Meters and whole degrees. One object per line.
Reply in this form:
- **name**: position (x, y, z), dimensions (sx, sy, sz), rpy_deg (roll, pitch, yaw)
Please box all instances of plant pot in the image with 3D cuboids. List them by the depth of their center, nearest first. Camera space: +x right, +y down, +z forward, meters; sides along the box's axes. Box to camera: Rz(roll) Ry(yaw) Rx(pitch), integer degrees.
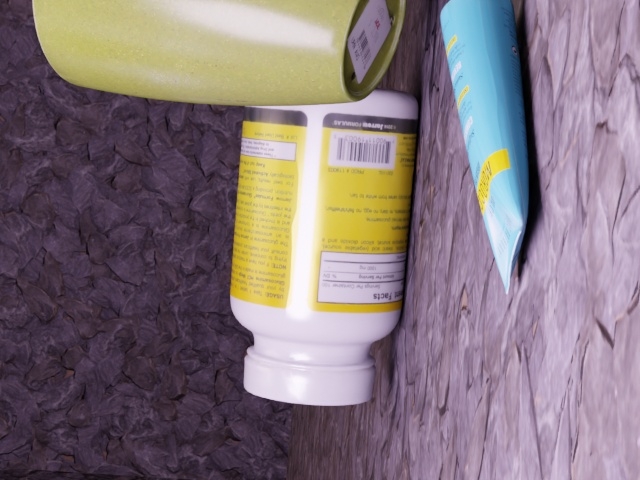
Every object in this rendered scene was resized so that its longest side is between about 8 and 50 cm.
- **plant pot**: position (-0.076, -0.238, 1.359), dimensions (0.275, 0.294, 0.274), rpy_deg (-51, -27, -40)

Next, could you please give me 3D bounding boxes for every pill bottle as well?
- **pill bottle**: position (0.000, 0.000, 1.508), dimensions (0.188, 0.188, 0.333), rpy_deg (-122, 37, -84)

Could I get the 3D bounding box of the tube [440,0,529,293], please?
- **tube**: position (0.118, -0.073, 0.944), dimensions (0.080, 0.052, 0.207), rpy_deg (79, -175, -59)
